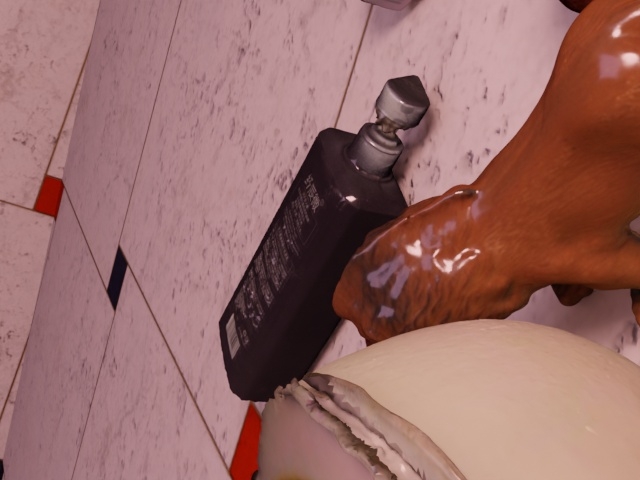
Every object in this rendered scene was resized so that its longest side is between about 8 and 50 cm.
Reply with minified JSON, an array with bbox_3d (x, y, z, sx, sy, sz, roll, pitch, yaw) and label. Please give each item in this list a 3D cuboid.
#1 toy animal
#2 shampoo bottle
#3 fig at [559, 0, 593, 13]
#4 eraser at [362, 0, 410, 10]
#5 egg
[{"bbox_3d":[0.121,-0.026,0.448,0.312,0.157,0.097,-56,35,42],"label":"toy animal"},{"bbox_3d":[0.000,0.000,0.785,0.309,0.071,0.098,-61,30,35],"label":"shampoo bottle"},{"bbox_3d":[0.168,-0.182,0.514,0.125,0.089,0.089,-34,45,23],"label":"fig"},{"bbox_3d":[0.090,-0.279,0.711,0.210,0.068,0.124,-35,47,56],"label":"eraser"},{"bbox_3d":[0.098,0.167,0.424,0.264,0.174,0.286,0,107,65],"label":"egg"}]
